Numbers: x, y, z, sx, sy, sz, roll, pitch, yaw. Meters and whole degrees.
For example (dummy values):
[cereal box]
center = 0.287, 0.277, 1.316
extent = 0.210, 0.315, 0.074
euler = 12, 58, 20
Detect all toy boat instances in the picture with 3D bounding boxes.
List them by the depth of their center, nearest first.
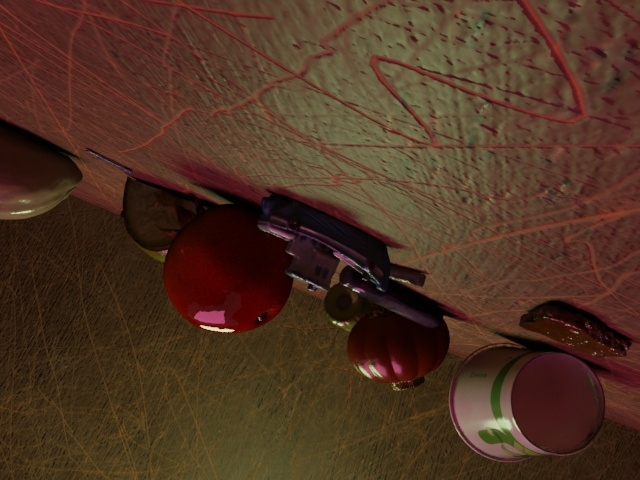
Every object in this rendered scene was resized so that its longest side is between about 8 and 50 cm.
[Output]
[toy boat]
center = 0.001, 0.021, 1.185
extent = 0.215, 0.102, 0.088
euler = 24, 176, -16

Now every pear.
[pear]
center = -0.256, -0.012, 1.750
extent = 0.288, 0.139, 0.239
euler = 20, -178, 39

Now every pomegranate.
[pomegranate]
center = -0.162, 0.032, 1.428
extent = 0.256, 0.221, 0.221
euler = 49, 177, 7

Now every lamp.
[lamp]
center = 0.167, 0.218, 1.834
extent = 0.223, 0.196, 0.223
euler = -15, -176, 1

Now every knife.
[knife]
center = -0.395, -0.146, 1.598
extent = 0.096, 0.010, 0.027
euler = 26, 174, -28

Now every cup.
[cup]
center = 0.416, 0.319, 1.690
extent = 0.253, 0.253, 0.274
euler = 24, 166, -6

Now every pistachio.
[pistachio]
center = -0.671, -0.145, 1.790
extent = 0.332, 0.207, 0.226
euler = 10, -139, -16

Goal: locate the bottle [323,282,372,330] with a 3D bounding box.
[bottle]
center = 0.101, 0.175, 2.062
extent = 0.112, 0.112, 0.260
euler = 20, 173, 27

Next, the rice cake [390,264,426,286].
[rice cake]
center = 0.123, 0.053, 1.368
extent = 0.022, 0.022, 0.121
euler = 28, 172, -35

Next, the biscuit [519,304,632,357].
[biscuit]
center = 0.347, 0.123, 1.153
extent = 0.131, 0.026, 0.237
euler = 20, 173, 7

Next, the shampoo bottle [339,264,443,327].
[shampoo bottle]
center = 0.137, 0.109, 1.667
extent = 0.234, 0.049, 0.087
euler = 27, 170, -32
